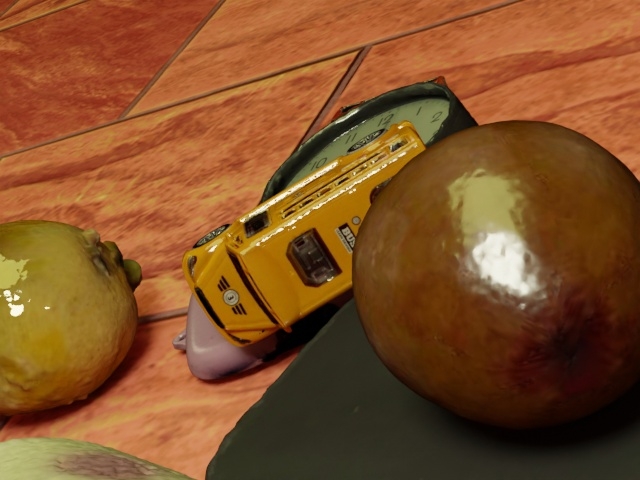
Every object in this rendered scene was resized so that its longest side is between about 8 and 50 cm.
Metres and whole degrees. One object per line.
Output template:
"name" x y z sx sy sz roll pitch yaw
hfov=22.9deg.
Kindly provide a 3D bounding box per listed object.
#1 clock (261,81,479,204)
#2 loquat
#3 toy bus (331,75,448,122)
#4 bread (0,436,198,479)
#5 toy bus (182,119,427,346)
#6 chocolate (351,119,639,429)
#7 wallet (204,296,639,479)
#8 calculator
"clock" 0.037 -0.058 1.234 0.184 0.040 0.184 -27 23 13
"loquat" -0.224 0.055 1.256 0.204 0.149 0.172 -26 17 -37
"toy bus" 0.066 -0.121 1.455 0.110 0.031 0.043 -15 24 22
"bread" -0.078 0.211 0.712 0.155 0.187 0.338 -1 9 -29
"toy bus" 0.000 0.000 1.093 0.194 0.083 0.088 -32 12 3
"chocolate" 0.101 0.021 0.818 0.177 0.177 0.177 -23 24 11
"wallet" 0.135 0.095 0.900 0.406 0.062 0.228 -1 34 44
"calculator" 0.013 0.014 1.216 0.294 0.043 0.194 -25 24 8
